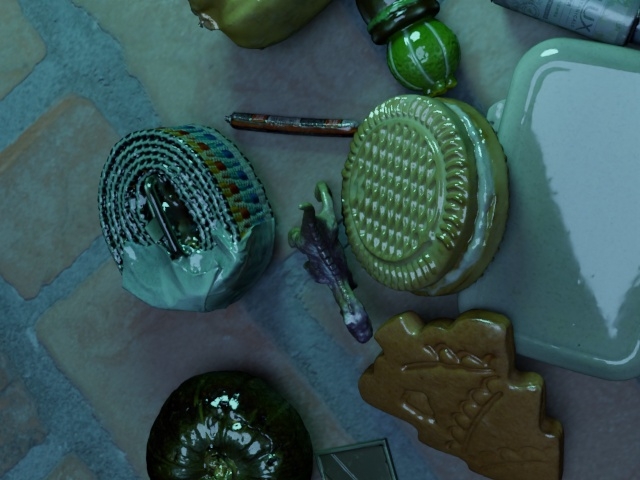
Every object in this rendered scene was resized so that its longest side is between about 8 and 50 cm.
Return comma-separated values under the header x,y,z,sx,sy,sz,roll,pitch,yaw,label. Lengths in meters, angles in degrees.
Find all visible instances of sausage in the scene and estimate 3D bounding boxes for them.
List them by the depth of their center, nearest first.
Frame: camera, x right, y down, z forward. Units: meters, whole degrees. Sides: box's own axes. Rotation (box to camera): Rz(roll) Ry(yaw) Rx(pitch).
x,y,z,sx,sy,sz,roll,pitch,yaw,label
-0.036,-0.154,1.255,0.198,0.025,0.028,5,68,17,sausage

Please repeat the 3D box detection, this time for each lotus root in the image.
x,y,z,sx,sy,sz,roll,pitch,yaw,label
-0.020,-0.377,1.152,0.343,0.151,0.169,-41,100,15,lotus root

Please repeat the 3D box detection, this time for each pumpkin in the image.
x,y,z,sx,sy,sz,roll,pitch,yaw,label
-0.128,0.297,1.284,0.238,0.159,0.237,1,94,17,pumpkin

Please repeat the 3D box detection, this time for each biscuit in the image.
x,y,z,sx,sy,sz,roll,pitch,yaw,label
0.118,-0.054,1.135,0.259,0.079,0.259,0,90,57,biscuit
0.190,0.210,1.172,0.306,0.043,0.284,45,138,-3,biscuit

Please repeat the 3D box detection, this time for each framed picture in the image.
x,y,z,sx,sy,sz,roll,pitch,yaw,label
0.061,0.354,1.309,0.109,0.011,0.149,-14,93,19,framed picture

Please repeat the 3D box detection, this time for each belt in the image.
x,y,z,sx,sy,sz,roll,pitch,yaw,label
-0.179,-0.026,1.257,0.207,0.150,0.257,-24,89,29,belt

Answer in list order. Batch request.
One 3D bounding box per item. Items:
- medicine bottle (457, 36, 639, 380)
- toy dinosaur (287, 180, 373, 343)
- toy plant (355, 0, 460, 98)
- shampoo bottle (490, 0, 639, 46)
x,y,z,sx,sy,sz,roll,pitch,yaw,label
0.315,-0.036,1.102,0.282,0.123,0.375,17,104,19,medicine bottle
0.005,-0.001,1.179,0.072,0.199,0.251,-16,126,-7,toy dinosaur
0.113,-0.251,1.156,0.093,0.093,0.162,-29,92,20,toy plant
0.309,-0.273,1.097,0.214,0.072,0.072,23,105,13,shampoo bottle
